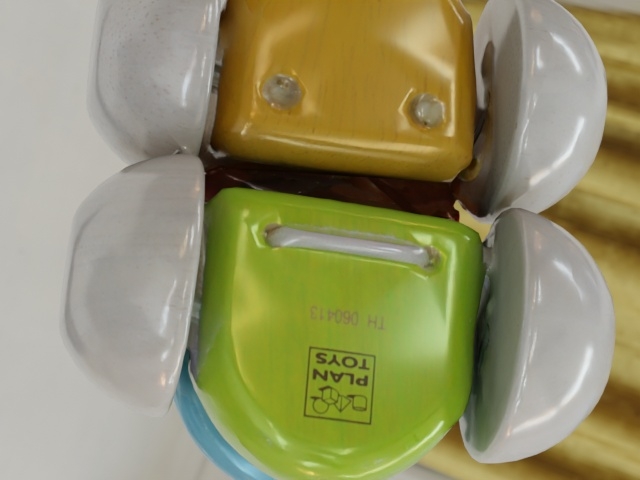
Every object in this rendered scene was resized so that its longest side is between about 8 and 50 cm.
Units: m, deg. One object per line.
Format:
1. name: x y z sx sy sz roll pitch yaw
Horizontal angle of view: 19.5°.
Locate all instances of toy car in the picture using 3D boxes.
1. toy car: 0.000 0.000 0.583 0.136 0.159 0.182 116 -21 -60
